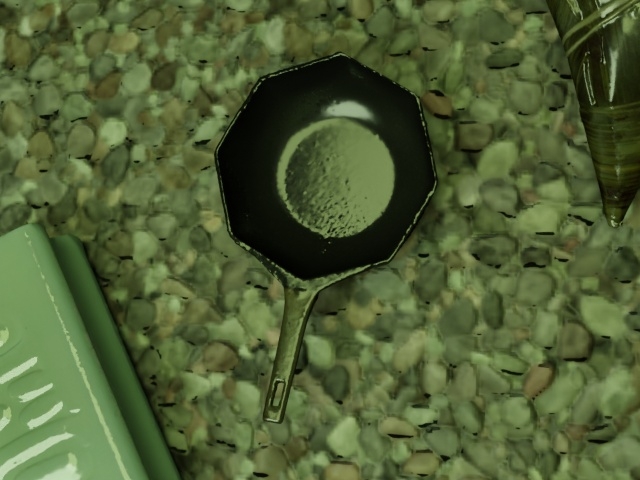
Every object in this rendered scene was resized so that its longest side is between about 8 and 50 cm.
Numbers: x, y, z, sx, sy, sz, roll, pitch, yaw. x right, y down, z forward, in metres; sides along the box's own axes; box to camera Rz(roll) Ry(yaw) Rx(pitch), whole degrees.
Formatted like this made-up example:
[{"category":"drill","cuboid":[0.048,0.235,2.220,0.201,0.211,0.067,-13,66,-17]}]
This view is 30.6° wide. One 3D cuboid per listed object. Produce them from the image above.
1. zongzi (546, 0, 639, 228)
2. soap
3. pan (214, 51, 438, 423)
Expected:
[{"category":"zongzi","cuboid":[0.222,-0.117,0.633,0.187,0.084,0.184,-15,91,9]},{"category":"soap","cuboid":[-0.172,0.104,0.711,0.119,0.066,0.198,-29,75,12]},{"category":"pan","cuboid":[-0.014,-0.008,0.691,0.128,0.048,0.202,33,90,20]}]
